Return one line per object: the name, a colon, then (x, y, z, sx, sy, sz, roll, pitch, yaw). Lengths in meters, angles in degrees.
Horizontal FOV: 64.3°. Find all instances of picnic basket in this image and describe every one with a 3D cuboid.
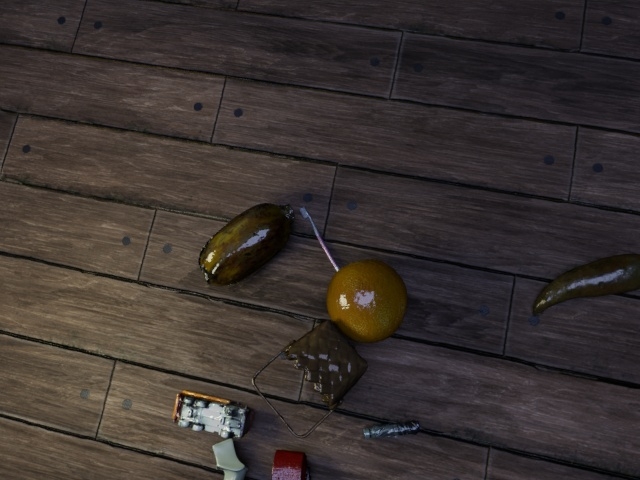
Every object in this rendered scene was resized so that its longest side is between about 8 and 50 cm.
picnic basket: (-0.030, 0.433, 1.626, 0.321, 0.291, 0.254, -41, 79, -15)

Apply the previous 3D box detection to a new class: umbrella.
umbrella: (0.236, 0.629, 1.690, 0.188, 0.050, 0.046, -10, 99, 3)

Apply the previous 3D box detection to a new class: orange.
orange: (0.152, 0.198, 1.666, 0.274, 0.274, 0.274, -1, 79, 6)

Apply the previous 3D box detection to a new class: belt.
belt: (-0.092, 0.789, 1.650, 0.124, 0.128, 0.201, 1, 79, 7)

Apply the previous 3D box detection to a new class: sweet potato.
sweet potato: (0.899, 0.137, 1.674, 0.422, 0.130, 0.131, -19, 78, 9)

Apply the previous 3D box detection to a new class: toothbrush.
toothbrush: (0.000, 0.000, 1.841, 0.025, 0.020, 0.287, -32, 77, 8)

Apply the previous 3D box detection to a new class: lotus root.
lotus root: (-0.256, 0.008, 1.785, 0.397, 0.179, 0.196, -35, 80, 0)

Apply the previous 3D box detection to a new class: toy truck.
toy truck: (-0.369, 0.589, 1.719, 0.270, 0.135, 0.114, 9, 83, 12)

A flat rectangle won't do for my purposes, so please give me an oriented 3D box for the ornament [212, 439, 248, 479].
ornament: (-0.289, 0.799, 1.670, 0.120, 0.130, 0.285, -5, 79, -8)
